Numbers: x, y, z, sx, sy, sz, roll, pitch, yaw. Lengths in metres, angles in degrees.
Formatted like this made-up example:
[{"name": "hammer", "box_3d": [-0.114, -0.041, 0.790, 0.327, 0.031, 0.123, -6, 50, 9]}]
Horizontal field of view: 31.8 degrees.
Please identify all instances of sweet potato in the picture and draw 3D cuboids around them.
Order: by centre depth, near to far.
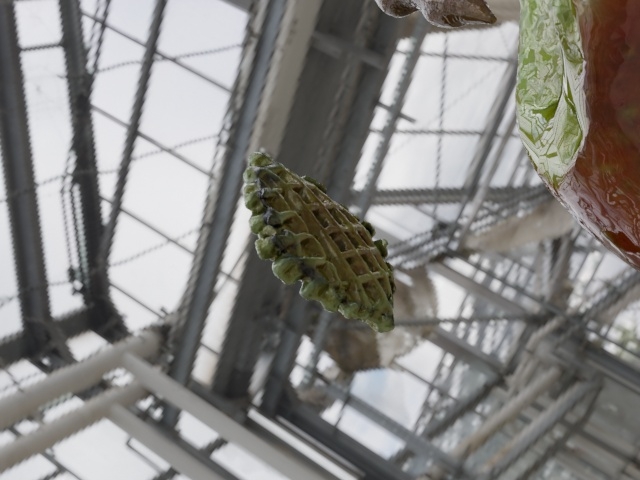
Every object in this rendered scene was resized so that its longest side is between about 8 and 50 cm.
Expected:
[{"name": "sweet potato", "box_3d": [0.120, -0.266, 1.217, 0.051, 0.218, 0.065, -5, -71, -31]}]

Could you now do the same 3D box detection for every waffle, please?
[{"name": "waffle", "box_3d": [0.000, 0.000, 1.245, 0.054, 0.208, 0.214, -42, 28, 24]}]

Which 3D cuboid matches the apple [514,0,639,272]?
[{"name": "apple", "box_3d": [0.255, -0.123, 0.523, 0.339, 0.340, 0.339, -44, -28, -32]}]
